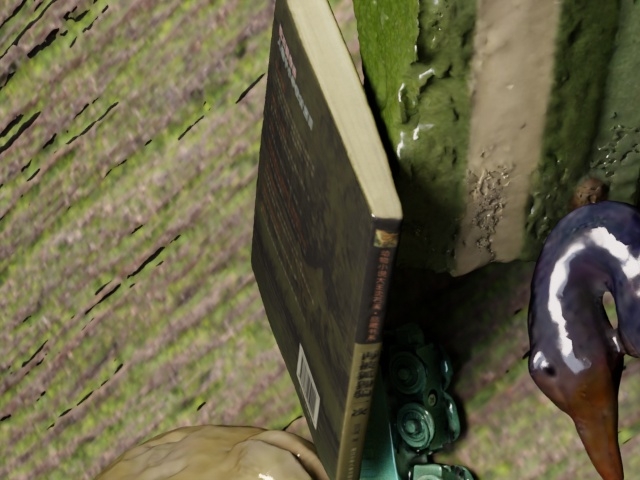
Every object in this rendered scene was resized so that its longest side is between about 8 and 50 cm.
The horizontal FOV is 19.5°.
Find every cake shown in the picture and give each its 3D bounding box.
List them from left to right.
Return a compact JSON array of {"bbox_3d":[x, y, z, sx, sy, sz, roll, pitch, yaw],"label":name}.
[{"bbox_3d":[0.099,-0.124,0.817,0.172,0.158,0.283,-171,75,-72],"label":"cake"}]

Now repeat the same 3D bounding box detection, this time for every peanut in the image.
[{"bbox_3d":[-0.101,0.183,1.075,0.290,0.130,0.130,-30,75,38],"label":"peanut"}]

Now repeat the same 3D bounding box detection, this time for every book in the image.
[{"bbox_3d":[0.000,0.000,0.934,0.228,0.024,0.160,98,158,-51],"label":"book"}]

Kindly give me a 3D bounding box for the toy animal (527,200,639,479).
[{"bbox_3d":[0.224,0.015,0.789,0.298,0.122,0.185,-40,69,34],"label":"toy animal"}]

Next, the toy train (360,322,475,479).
[{"bbox_3d":[0.047,0.119,1.002,0.071,0.038,0.148,-10,89,42],"label":"toy train"}]
